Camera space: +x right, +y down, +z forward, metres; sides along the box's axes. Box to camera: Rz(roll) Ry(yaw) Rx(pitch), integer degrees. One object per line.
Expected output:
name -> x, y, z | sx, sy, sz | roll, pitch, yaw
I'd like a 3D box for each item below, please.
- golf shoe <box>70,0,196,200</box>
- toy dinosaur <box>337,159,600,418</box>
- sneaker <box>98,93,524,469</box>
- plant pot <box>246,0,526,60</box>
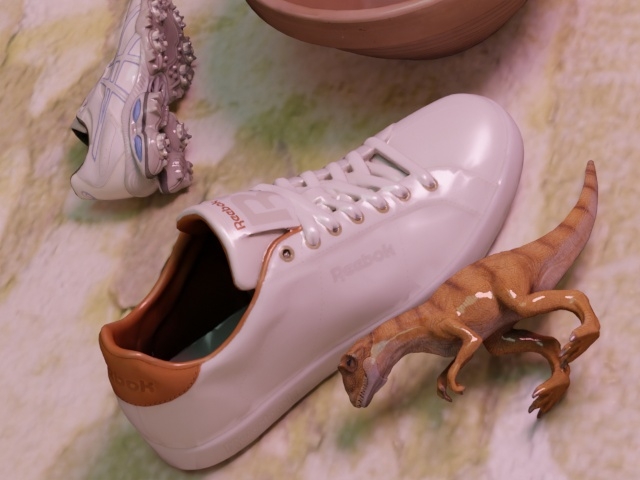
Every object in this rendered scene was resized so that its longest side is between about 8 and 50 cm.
golf shoe -> -0.133, -0.102, 1.093 | 0.086, 0.069, 0.176 | -16, 49, 19
toy dinosaur -> 0.107, 0.026, 0.883 | 0.211, 0.064, 0.112 | -33, 59, -17
sneaker -> 0.000, 0.000, 0.919 | 0.290, 0.123, 0.106 | -43, 48, -14
plant pot -> 0.062, -0.195, 1.050 | 0.237, 0.109, 0.237 | -11, 50, 14
